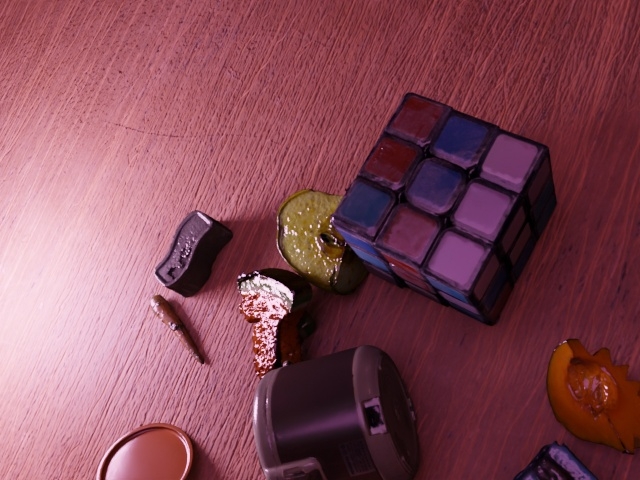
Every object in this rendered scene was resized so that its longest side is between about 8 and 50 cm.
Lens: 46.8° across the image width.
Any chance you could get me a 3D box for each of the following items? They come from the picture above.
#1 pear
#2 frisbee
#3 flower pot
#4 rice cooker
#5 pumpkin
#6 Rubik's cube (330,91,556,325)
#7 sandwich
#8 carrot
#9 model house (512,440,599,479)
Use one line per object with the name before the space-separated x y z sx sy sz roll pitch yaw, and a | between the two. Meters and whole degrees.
pear | 0.000 0.000 1.843 0.255 0.164 0.238 14 88 31
frisbee | -0.435 0.563 1.839 0.251 0.021 0.251 -9 42 8
flower pot | -0.347 0.036 1.997 0.103 0.108 0.229 27 83 29
rice cooker | 0.024 0.412 1.597 0.325 0.335 0.335 -18 66 15
pumpkin | 0.579 0.335 1.531 0.130 0.149 0.254 -8 56 -26
Rubik's cube | 0.287 -0.061 1.628 0.359 0.363 0.362 29 81 24
sandwich | -0.087 0.218 1.809 0.250 0.162 0.301 -2 87 54
carrot | -0.384 0.237 1.983 0.049 0.049 0.254 -44 66 3
model house | 0.488 0.568 1.417 0.237 0.215 0.303 -48 67 1
